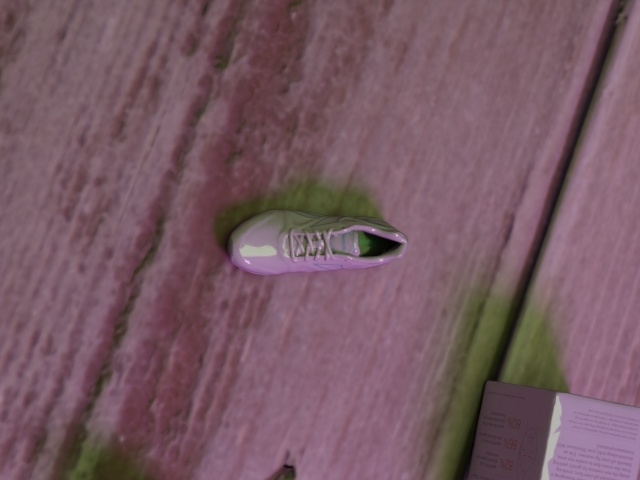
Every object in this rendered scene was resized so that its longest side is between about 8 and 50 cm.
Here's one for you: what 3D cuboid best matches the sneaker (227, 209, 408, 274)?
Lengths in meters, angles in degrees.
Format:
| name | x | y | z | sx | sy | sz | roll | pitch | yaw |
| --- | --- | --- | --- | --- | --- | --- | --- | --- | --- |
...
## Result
| name | x | y | z | sx | sy | sz | roll | pitch | yaw |
| --- | --- | --- | --- | --- | --- | --- | --- | --- | --- |
| sneaker | 0.000 | 0.000 | 1.232 | 0.152 | 0.061 | 0.053 | -3 | 92 | -18 |

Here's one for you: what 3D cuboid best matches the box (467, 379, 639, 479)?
| name | x | y | z | sx | sy | sz | roll | pitch | yaw |
| --- | --- | --- | --- | --- | --- | --- | --- | --- | --- |
| box | 0.189 | 0.211 | 1.256 | 0.091 | 0.130 | 0.170 | 13 | 85 | -20 |
